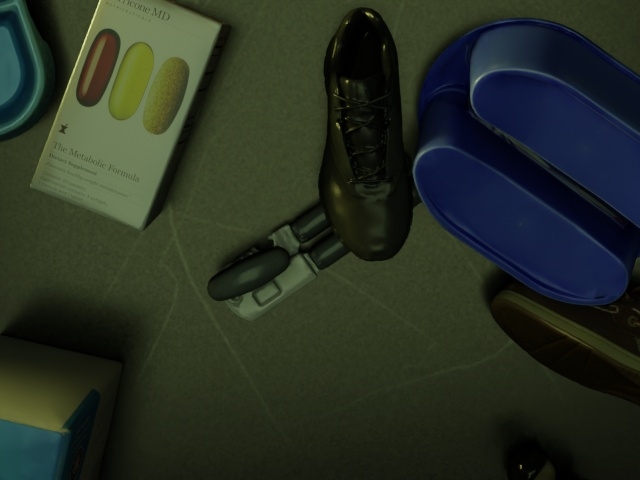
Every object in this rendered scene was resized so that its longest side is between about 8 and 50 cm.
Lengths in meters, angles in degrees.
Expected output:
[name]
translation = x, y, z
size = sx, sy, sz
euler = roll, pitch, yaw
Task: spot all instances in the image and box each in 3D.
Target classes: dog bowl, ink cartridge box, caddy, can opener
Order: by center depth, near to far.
[caddy]
translation = 0.262, -0.091, 1.400
size = 0.341, 0.179, 0.241
euler = 35, 122, -5
[dog bowl]
translation = -0.399, -0.248, 1.405
size = 0.166, 0.074, 0.297
euler = -18, 106, -10
[ink cartridge box]
translation = -0.362, 0.339, 1.418
size = 0.166, 0.285, 0.395
euler = 13, 99, 0
[can opener]
translation = 0.000, 0.000, 1.463
size = 0.280, 0.093, 0.074
euler = -34, 96, 1

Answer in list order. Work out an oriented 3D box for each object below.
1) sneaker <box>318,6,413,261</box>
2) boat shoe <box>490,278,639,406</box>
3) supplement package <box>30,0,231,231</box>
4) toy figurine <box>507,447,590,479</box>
[sneaker]
translation = 0.045, -0.120, 1.383
size = 0.109, 0.130, 0.286
euler = -7, 79, 0
[boat shoe]
translation = 0.368, 0.113, 1.473
size = 0.342, 0.123, 0.123
euler = 24, 69, 2
[supplement package]
translation = -0.209, -0.154, 1.413
size = 0.139, 0.134, 0.244
euler = 21, 99, -3
[toy figurine]
translation = 0.240, 0.361, 1.455
size = 0.148, 0.209, 0.213
euler = 42, 97, 0
